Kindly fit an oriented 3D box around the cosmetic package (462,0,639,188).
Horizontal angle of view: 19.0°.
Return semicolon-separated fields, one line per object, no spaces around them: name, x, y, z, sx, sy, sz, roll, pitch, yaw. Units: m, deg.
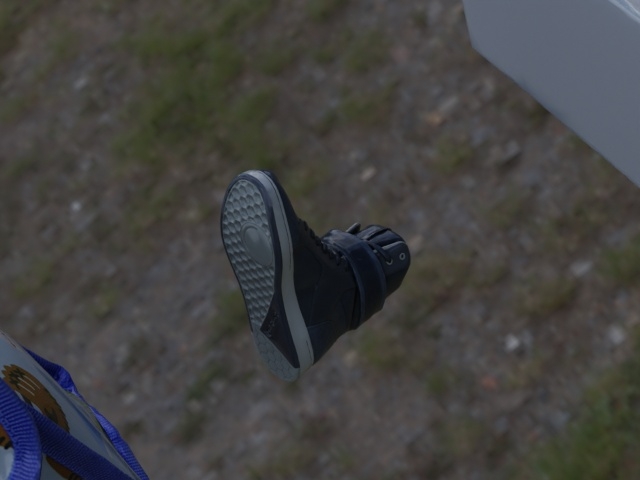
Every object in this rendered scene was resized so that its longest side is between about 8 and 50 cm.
cosmetic package;0.284;-0.115;1.069;0.230;0.161;0.453;-32;46;-12

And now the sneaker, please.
sneaker;-0.001;0.000;1.770;0.163;0.226;0.086;-34;43;-28

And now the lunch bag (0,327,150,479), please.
lunch bag;-0.269;0.164;0.928;0.328;0.385;0.239;-49;54;-6
